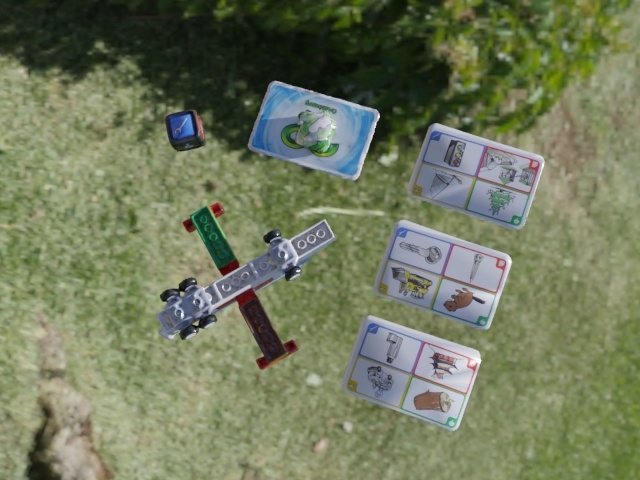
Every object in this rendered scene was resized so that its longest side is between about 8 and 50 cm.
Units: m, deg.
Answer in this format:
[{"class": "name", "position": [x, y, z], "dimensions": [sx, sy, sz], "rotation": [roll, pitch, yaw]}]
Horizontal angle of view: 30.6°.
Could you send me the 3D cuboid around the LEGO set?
[{"class": "LEGO set", "position": [0.000, 0.000, 0.757], "dimensions": [0.060, 0.244, 0.182], "rotation": [58, 50, -77]}]
